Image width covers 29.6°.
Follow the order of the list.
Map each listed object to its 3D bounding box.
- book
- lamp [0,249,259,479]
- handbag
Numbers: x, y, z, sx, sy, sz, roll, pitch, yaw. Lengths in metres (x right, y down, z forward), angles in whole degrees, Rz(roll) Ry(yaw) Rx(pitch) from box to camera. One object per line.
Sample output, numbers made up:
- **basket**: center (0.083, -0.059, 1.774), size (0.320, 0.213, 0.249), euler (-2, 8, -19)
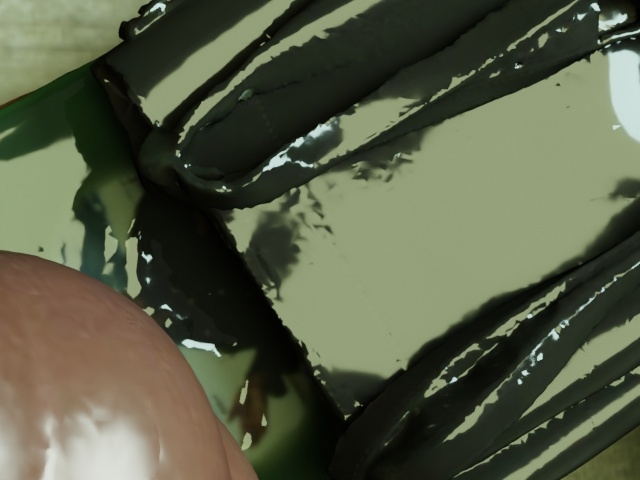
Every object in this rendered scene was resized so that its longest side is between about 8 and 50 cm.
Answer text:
- **book**: center (0.000, 0.000, 0.600), size (0.371, 0.043, 0.260), euler (-32, 96, -25)
- **lamp**: center (-0.166, 0.122, 0.394), size (0.305, 0.240, 0.305), euler (-16, 130, -21)
- **handbag**: center (0.065, -0.025, 0.555), size (0.257, 0.113, 0.285), euler (-33, 97, -18)
